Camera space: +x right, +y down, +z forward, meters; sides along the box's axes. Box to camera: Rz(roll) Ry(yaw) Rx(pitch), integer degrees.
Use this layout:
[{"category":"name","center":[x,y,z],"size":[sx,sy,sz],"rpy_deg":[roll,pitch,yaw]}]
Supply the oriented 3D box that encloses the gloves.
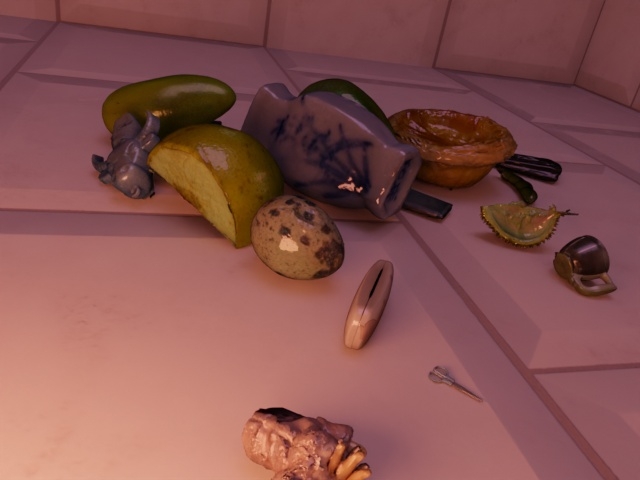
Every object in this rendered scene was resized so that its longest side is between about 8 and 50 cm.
[{"category":"gloves","center":[-0.019,0.234,0.594],"size":[0.110,0.094,0.144],"rpy_deg":[23,-3,-30]}]

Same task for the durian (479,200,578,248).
[{"category":"durian","center":[0.463,-0.037,1.253],"size":[0.215,0.100,0.086],"rpy_deg":[3,31,1]}]

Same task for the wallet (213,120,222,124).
[{"category":"wallet","center":[-0.342,-0.280,1.510],"size":[0.124,0.025,0.244],"rpy_deg":[5,31,-6]}]

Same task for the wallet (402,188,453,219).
[{"category":"wallet","center":[0.249,-0.087,1.352],"size":[0.129,0.026,0.088],"rpy_deg":[23,34,21]}]

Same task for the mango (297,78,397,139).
[{"category":"mango","center":[0.068,-0.297,1.471],"size":[0.201,0.225,0.382],"rpy_deg":[-8,34,-37]}]

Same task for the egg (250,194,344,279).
[{"category":"egg","center":[-0.040,-0.001,0.973],"size":[0.182,0.141,0.141],"rpy_deg":[33,34,20]}]

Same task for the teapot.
[{"category":"teapot","center":[0.535,0.050,1.135],"size":[0.091,0.092,0.124],"rpy_deg":[-16,28,-13]}]

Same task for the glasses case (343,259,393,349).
[{"category":"glasses case","center":[0.080,0.098,0.893],"size":[0.051,0.081,0.204],"rpy_deg":[18,30,11]}]

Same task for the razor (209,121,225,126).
[{"category":"razor","center":[-0.300,-0.306,1.501],"size":[0.191,0.037,0.068],"rpy_deg":[18,31,15]}]

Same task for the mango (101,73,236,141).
[{"category":"mango","center":[-0.381,-0.335,1.405],"size":[0.343,0.156,0.192],"rpy_deg":[-12,36,4]}]

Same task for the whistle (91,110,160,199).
[{"category":"whistle","center":[-0.409,-0.184,1.191],"size":[0.093,0.180,0.269],"rpy_deg":[39,19,-50]}]

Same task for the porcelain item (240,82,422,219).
[{"category":"porcelain item","center":[0.020,-0.211,1.288],"size":[0.405,0.242,0.178],"rpy_deg":[30,11,23]}]

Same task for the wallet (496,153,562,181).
[{"category":"wallet","center":[0.645,-0.252,1.781],"size":[0.245,0.052,0.168],"rpy_deg":[17,25,18]}]

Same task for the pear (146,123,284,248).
[{"category":"pear","center":[-0.168,-0.153,1.121],"size":[0.288,0.139,0.239],"rpy_deg":[41,40,17]}]

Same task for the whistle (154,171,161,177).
[{"category":"whistle","center":[-0.281,-0.167,1.240],"size":[0.253,0.101,0.106],"rpy_deg":[11,-14,15]}]

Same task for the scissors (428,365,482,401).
[{"category":"scissors","center":[0.196,0.209,0.803],"size":[0.083,0.006,0.036],"rpy_deg":[29,35,31]}]

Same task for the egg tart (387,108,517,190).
[{"category":"egg tart","center":[0.354,-0.258,1.564],"size":[0.388,0.169,0.388],"rpy_deg":[5,28,-3]}]

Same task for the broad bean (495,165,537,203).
[{"category":"broad bean","center":[0.563,-0.155,1.578],"size":[0.069,0.039,0.227],"rpy_deg":[9,26,-17]}]
